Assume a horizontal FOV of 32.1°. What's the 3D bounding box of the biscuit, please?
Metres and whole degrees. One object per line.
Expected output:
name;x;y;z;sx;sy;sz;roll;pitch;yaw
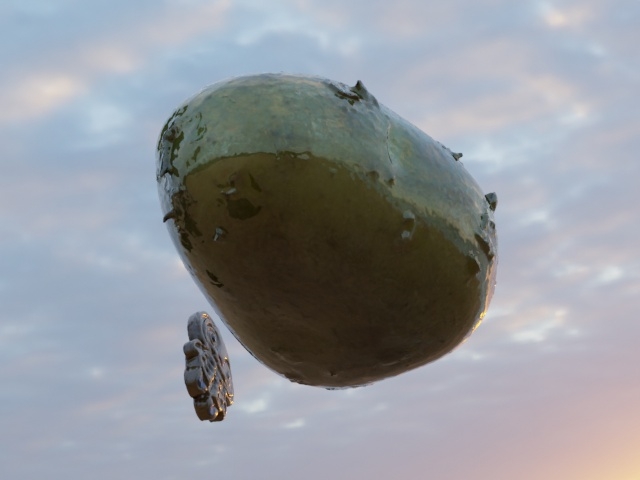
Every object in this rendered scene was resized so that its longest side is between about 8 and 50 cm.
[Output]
biscuit;-0.132;0.155;1.344;0.026;0.124;0.175;-17;19;7

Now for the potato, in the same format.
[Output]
potato;0.014;-0.009;0.971;0.269;0.219;0.359;-19;-38;15
